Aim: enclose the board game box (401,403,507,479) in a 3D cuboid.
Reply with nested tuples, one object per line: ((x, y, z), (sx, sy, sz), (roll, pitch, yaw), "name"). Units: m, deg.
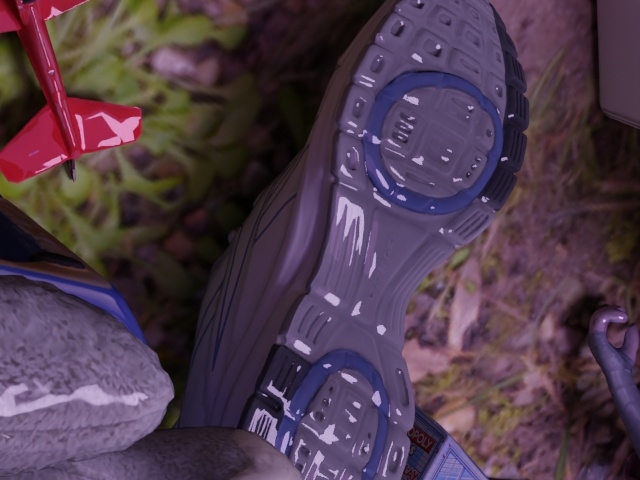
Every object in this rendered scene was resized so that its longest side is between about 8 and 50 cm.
((0.070, 0.192, 0.742), (0.194, 0.060, 0.194), (10, 105, -30), "board game box")

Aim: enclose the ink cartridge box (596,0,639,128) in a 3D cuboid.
((0.292, -0.183, 0.678), (0.283, 0.117, 0.207), (-17, 115, -20), "ink cartridge box")

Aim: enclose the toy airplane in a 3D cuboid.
((-0.126, -0.089, 0.552), (0.151, 0.028, 0.151), (-10, 113, -25), "toy airplane")

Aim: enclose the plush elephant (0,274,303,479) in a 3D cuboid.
((-0.124, 0.109, 0.237), (0.330, 0.255, 0.272), (43, 76, -25), "plush elephant")

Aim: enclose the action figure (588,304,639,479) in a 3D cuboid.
((0.311, 0.106, 0.702), (0.248, 0.275, 0.370), (-10, 134, -18), "action figure")

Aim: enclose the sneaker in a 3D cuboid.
((0.000, 0.000, 0.608), (0.111, 0.129, 0.297), (34, 73, -31), "sneaker")

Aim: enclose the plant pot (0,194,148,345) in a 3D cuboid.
((-0.201, 0.079, 0.463), (0.236, 0.236, 0.212), (15, 96, -29), "plant pot")
